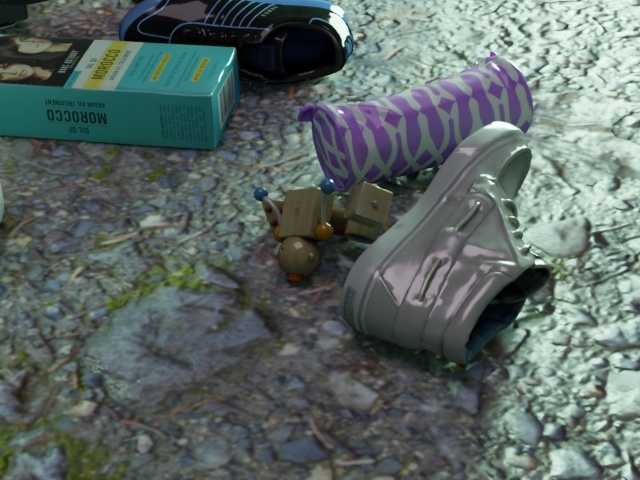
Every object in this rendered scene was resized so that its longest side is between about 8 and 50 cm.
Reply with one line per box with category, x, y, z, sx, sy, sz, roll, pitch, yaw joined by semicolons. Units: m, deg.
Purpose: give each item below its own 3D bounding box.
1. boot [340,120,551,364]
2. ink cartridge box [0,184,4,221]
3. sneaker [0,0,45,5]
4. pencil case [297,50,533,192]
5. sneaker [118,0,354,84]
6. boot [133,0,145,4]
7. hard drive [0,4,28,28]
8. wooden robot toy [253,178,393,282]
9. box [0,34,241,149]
boot;0.134;0.006;1.471;0.123;0.095;0.258;23;50;25
ink cartridge box;-0.423;-0.078;1.534;0.272;0.198;0.115;3;34;11
sneaker;-0.361;-0.325;1.865;0.313;0.116;0.136;7;34;15
pencil case;0.091;-0.109;1.632;0.206;0.086;0.088;-18;70;-23
sneaker;-0.083;-0.196;1.786;0.232;0.081;0.090;-3;26;-1
boot;-0.107;-0.301;1.966;0.246;0.083;0.161;20;33;23
hard drive;-0.486;-0.296;1.989;0.237;0.064;0.339;-20;36;-22
wooden robot toy;0.000;0.000;1.508;0.076;0.079;0.173;24;-17;-34
box;-0.206;-0.143;1.737;0.244;0.060;0.100;4;34;11
